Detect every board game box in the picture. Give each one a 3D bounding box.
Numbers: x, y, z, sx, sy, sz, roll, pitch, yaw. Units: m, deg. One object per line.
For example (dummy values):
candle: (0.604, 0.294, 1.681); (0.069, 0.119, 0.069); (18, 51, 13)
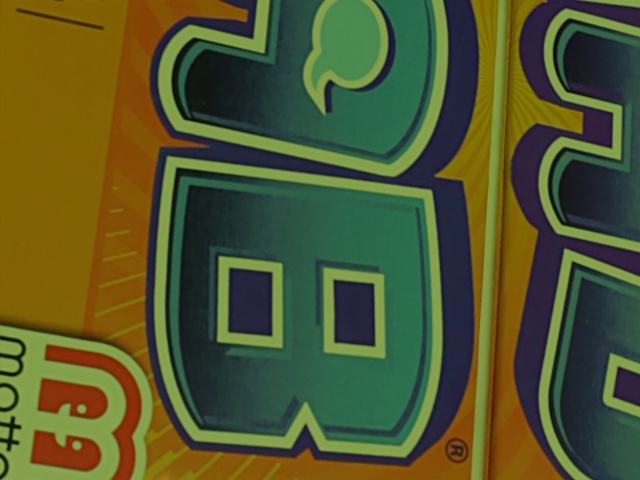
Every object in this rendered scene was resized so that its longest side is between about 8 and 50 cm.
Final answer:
board game box: (0.000, 0.000, 0.759); (0.356, 0.356, 0.356); (11, 68, -17)
